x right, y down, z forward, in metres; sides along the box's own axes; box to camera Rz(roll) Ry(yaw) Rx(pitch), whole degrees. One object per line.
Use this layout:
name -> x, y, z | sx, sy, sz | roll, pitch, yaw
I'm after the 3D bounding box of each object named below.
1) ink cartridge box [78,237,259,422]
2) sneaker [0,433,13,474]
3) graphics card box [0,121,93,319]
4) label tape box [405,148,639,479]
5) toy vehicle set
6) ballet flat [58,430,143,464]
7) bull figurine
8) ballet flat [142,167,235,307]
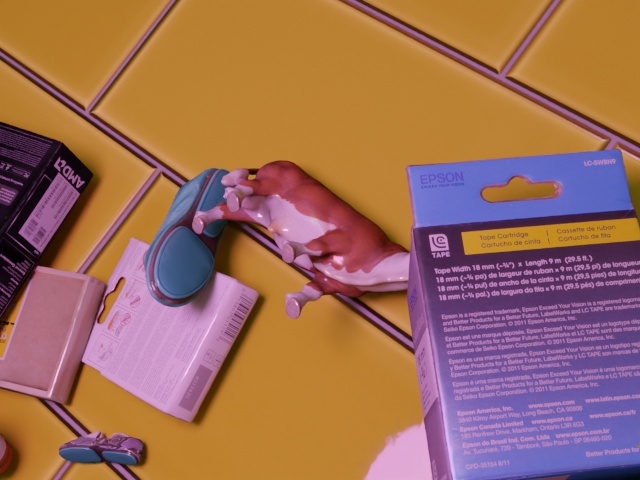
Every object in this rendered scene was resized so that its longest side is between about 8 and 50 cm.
ink cartridge box -> -0.202, 0.108, 1.314 | 0.224, 0.056, 0.181 | 18, 77, 45
sneaker -> -0.527, 0.272, 1.318 | 0.290, 0.123, 0.106 | 0, 57, 20
graphics card box -> -0.497, 0.011, 1.383 | 0.232, 0.094, 0.371 | 17, 70, 31
label tape box -> 0.220, 0.084, 1.074 | 0.240, 0.106, 0.334 | -4, 67, -4
toy vehicle set -> -0.426, 0.111, 1.388 | 0.266, 0.035, 0.166 | 8, 73, 27
ballet flat -> -0.268, 0.256, 1.282 | 0.114, 0.041, 0.041 | -1, 70, 21
bull figurine -> 0.000, 0.000, 1.211 | 0.310, 0.188, 0.101 | 34, 122, 36
ballet flat -> -0.170, 0.006, 1.274 | 0.087, 0.083, 0.247 | -28, 26, 34
